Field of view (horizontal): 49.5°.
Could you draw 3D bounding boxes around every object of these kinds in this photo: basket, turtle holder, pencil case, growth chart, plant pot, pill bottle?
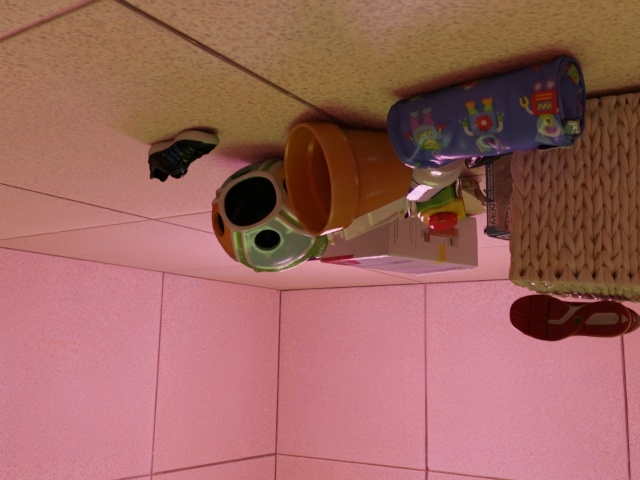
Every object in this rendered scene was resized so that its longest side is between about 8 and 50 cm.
[{"bbox_3d":[0.494,-0.053,1.210,0.266,0.331,0.328,-2,171,27],"label":"basket"},{"bbox_3d":[-0.081,-0.060,1.486,0.320,0.243,0.227,0,169,15],"label":"turtle holder"},{"bbox_3d":[0.254,-0.183,1.063,0.306,0.133,0.119,-6,-159,40],"label":"pencil case"},{"bbox_3d":[0.104,-0.080,1.452,0.237,0.021,0.172,-20,133,-17],"label":"growth chart"},{"bbox_3d":[0.058,-0.125,1.288,0.188,0.205,0.205,-12,176,-24],"label":"plant pot"},{"bbox_3d":[0.210,-0.146,1.331,0.112,0.112,0.186,2,170,-8],"label":"pill bottle"}]

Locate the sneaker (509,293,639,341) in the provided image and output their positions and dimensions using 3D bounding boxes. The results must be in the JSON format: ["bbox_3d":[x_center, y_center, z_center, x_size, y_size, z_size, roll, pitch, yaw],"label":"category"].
[{"bbox_3d":[0.466,0.148,1.260,0.221,0.087,0.128,4,172,44],"label":"sneaker"}]

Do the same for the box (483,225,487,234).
[{"bbox_3d":[0.626,-0.040,2.170,0.201,0.021,0.164,1,170,1],"label":"box"}]

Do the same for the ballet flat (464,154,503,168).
[{"bbox_3d":[0.303,-0.183,1.305,0.084,0.058,0.250,-23,171,11],"label":"ballet flat"}]

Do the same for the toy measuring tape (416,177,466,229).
[{"bbox_3d":[0.270,-0.104,1.605,0.121,0.121,0.330,-2,161,15],"label":"toy measuring tape"}]

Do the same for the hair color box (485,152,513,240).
[{"bbox_3d":[0.507,-0.076,1.522,0.347,0.173,0.105,9,167,-39],"label":"hair color box"}]

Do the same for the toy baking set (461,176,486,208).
[{"bbox_3d":[0.403,-0.068,1.616,0.030,0.196,0.256,-41,170,16],"label":"toy baking set"}]

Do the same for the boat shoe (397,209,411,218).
[{"bbox_3d":[0.149,-0.111,1.561,0.113,0.105,0.306,-2,170,15],"label":"boat shoe"}]

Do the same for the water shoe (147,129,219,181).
[{"bbox_3d":[-0.271,-0.162,1.382,0.073,0.080,0.203,9,167,-42],"label":"water shoe"}]

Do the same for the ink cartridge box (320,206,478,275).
[{"bbox_3d":[0.232,-0.002,2.024,0.385,0.160,0.279,9,168,-40],"label":"ink cartridge box"}]
